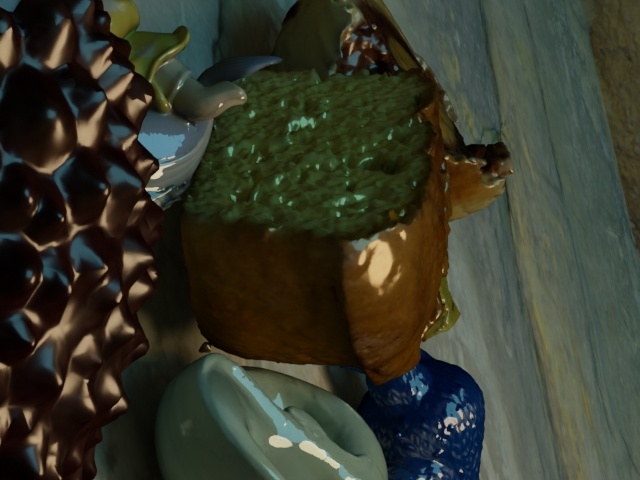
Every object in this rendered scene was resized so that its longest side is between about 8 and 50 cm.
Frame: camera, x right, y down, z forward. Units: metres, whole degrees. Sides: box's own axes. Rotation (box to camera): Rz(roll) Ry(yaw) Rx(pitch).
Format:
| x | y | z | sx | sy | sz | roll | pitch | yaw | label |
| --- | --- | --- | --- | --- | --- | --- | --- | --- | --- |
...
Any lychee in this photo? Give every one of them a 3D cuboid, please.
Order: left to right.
| x | y | z | sx | sy | sz | roll | pitch | yaw | label |
| --- | --- | --- | --- | --- | --- | --- | --- | --- | --- |
| -0.206 | 0.000 | 0.620 | 0.306 | 0.330 | 0.306 | 28 | 34 | -21 | lychee |

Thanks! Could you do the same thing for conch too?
| x | y | z | sx | sy | sz | roll | pitch | yaw | label |
| --- | --- | --- | --- | --- | --- | --- | --- | --- | --- |
| -0.033 | 0.157 | 1.102 | 0.221 | 0.185 | 0.121 | 26 | 87 | -57 | conch |

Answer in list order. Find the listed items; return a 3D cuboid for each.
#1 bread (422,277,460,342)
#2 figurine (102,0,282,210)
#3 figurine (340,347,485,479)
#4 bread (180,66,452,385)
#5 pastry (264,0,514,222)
| x | y | z | sx | sy | sz | roll | pitch | yaw | label |
| --- | --- | --- | --- | --- | --- | --- | --- | --- | --- |
| 0.096 | -0.013 | 1.683 | 0.226 | 0.049 | 0.088 | 70 | 22 | -12 | bread |
| -0.136 | -0.101 | 1.049 | 0.208 | 0.128 | 0.184 | -15 | 89 | -32 | figurine |
| 0.103 | 0.193 | 1.461 | 0.164 | 0.120 | 0.262 | -72 | 143 | -60 | figurine |
| 0.000 | 0.000 | 1.197 | 0.340 | 0.194 | 0.179 | -79 | 172 | -63 | bread |
| 0.034 | -0.120 | 1.470 | 0.256 | 0.170 | 0.237 | 37 | 20 | -43 | pastry |
